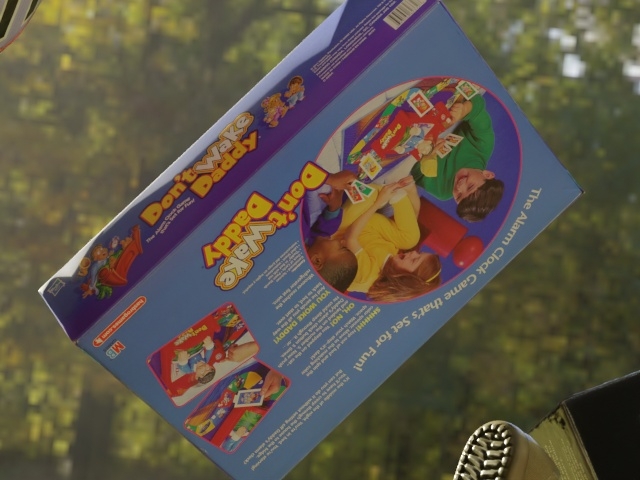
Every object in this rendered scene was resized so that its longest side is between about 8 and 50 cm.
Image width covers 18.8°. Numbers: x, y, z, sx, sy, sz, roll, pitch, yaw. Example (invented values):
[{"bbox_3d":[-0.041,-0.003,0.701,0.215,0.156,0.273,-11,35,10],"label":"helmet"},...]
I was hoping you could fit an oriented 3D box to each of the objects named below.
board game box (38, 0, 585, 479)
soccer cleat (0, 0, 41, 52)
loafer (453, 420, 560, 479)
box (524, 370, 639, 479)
[{"bbox_3d":[0.000,0.000,1.424,0.233,0.347,0.078,48,-1,-40],"label":"board game box"},{"bbox_3d":[-0.145,-0.173,1.015,0.248,0.083,0.095,-35,-14,-20],"label":"soccer cleat"},{"bbox_3d":[0.082,0.164,0.957,0.050,0.148,0.056,20,5,-29],"label":"loafer"},{"bbox_3d":[0.214,0.147,1.232,0.153,0.108,0.207,-19,-14,-12],"label":"box"}]
